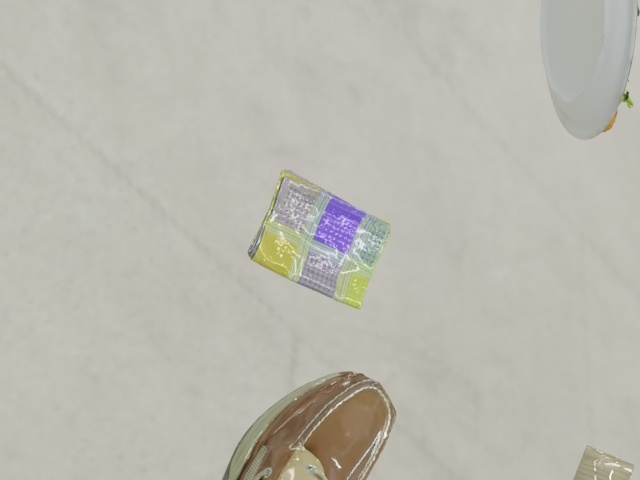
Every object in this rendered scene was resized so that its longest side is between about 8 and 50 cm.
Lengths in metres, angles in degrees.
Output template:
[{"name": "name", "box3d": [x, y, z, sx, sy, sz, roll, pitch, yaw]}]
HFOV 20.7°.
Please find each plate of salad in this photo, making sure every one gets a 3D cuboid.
[{"name": "plate of salad", "box3d": [0.226, -0.182, 1.430, 0.048, 0.200, 0.200, 0, 59, -13]}]

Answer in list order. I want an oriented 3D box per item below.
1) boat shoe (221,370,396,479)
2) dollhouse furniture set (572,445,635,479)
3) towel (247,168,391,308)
[{"name": "boat shoe", "box3d": [-0.034, 0.250, 1.503, 0.324, 0.120, 0.122, -49, 120, -26]}, {"name": "dollhouse furniture set", "box3d": [0.231, 0.138, 1.077, 0.101, 0.161, 0.182, 43, 67, -78]}, {"name": "towel", "box3d": [0.000, 0.000, 1.053, 0.083, 0.009, 0.060, 28, 78, -22]}]
